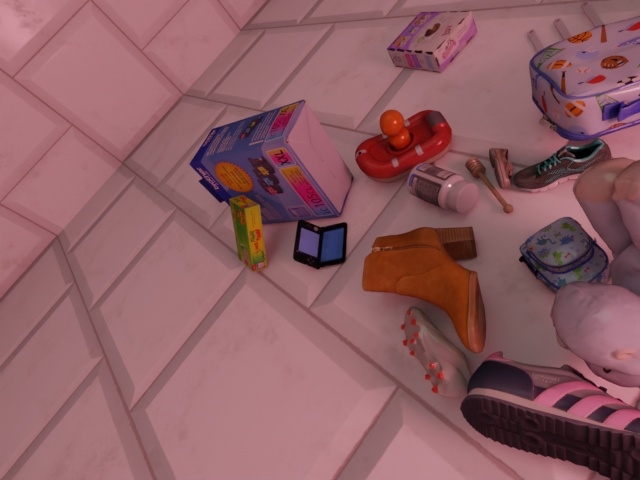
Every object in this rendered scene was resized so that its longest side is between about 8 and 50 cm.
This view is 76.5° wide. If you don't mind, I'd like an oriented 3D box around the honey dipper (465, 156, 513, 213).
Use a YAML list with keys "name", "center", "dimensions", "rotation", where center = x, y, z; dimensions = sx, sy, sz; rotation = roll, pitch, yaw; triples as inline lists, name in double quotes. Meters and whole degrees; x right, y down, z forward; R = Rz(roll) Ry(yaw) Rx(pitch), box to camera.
- name: "honey dipper"
  center: [0.348, -0.114, 0.831]
  dimensions: [0.030, 0.030, 0.160]
  rotation: [-32, 46, 14]

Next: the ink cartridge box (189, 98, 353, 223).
- name: "ink cartridge box"
  center: [-0.150, -0.180, 1.087]
  dimensions: [0.395, 0.270, 0.151]
  rotation: [-2, 52, 37]

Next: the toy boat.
- name: "toy boat"
  center: [0.184, -0.246, 0.968]
  dimensions: [0.231, 0.151, 0.151]
  rotation: [-27, 45, 18]

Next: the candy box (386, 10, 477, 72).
- name: "candy box"
  center: [0.321, -0.583, 1.185]
  dimensions: [0.165, 0.070, 0.196]
  rotation: [-48, 42, -4]

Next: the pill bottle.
- name: "pill bottle"
  center: [0.257, -0.111, 0.861]
  dimensions: [0.078, 0.078, 0.137]
  rotation: [-48, 43, -4]

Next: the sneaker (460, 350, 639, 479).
- name: "sneaker"
  center: [0.356, 0.219, 0.516]
  dimensions: [0.319, 0.112, 0.131]
  rotation: [11, 36, 31]

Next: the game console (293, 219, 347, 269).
- name: "game console"
  center: [0.000, 0.000, 0.982]
  dimensions: [0.071, 0.107, 0.122]
  rotation: [-43, 32, 47]

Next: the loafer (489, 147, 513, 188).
- name: "loafer"
  center: [0.373, -0.153, 0.825]
  dimensions: [0.039, 0.045, 0.125]
  rotation: [-9, 40, 17]

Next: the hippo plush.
- name: "hippo plush"
  center: [0.393, 0.053, 0.520]
  dimensions: [0.236, 0.294, 0.234]
  rotation: [-54, 38, 13]

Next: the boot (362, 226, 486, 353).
- name: "boot"
  center: [0.177, 0.083, 0.735]
  dimensions: [0.211, 0.104, 0.295]
  rotation: [-10, 35, 23]

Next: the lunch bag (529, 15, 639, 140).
- name: "lunch bag"
  center: [0.543, -0.292, 0.721]
  dimensions: [0.303, 0.115, 0.243]
  rotation: [-17, 41, 15]

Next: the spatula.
- name: "spatula"
  center: [0.577, -0.451, 0.928]
  dimensions: [0.168, 0.019, 0.242]
  rotation: [-21, 46, 31]

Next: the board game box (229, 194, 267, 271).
- name: "board game box"
  center: [-0.189, -0.018, 1.066]
  dimensions: [0.043, 0.181, 0.092]
  rotation: [-21, 33, -31]

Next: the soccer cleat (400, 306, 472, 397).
- name: "soccer cleat"
  center: [0.198, 0.188, 0.695]
  dimensions: [0.196, 0.076, 0.068]
  rotation: [-109, 30, -60]

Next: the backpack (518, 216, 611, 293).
- name: "backpack"
  center: [0.390, 0.028, 0.647]
  dimensions: [0.105, 0.084, 0.114]
  rotation: [-35, 46, 14]

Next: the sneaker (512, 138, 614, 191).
- name: "sneaker"
  center: [0.440, -0.143, 0.746]
  dimensions: [0.166, 0.076, 0.065]
  rotation: [-14, 50, 29]
